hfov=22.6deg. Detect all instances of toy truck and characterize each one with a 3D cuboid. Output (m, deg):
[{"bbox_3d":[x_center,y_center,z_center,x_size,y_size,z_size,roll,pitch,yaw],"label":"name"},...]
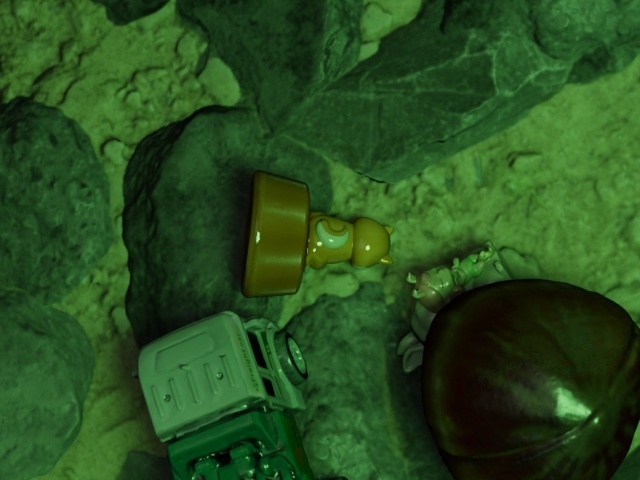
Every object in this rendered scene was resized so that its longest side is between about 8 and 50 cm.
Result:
[{"bbox_3d":[-0.065,0.246,1.570,0.177,0.178,0.363,-23,68,11],"label":"toy truck"}]

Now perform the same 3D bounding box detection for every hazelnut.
[{"bbox_3d":[0.202,0.152,1.483,0.229,0.229,0.229,-3,79,17],"label":"hazelnut"}]

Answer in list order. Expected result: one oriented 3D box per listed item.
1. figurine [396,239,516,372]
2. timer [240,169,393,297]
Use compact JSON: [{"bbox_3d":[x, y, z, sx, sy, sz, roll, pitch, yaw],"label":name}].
[{"bbox_3d":[0.122,0.058,1.596,0.146,0.081,0.098,-30,109,11],"label":"figurine"},{"bbox_3d":[0.000,0.000,1.642,0.152,0.132,0.132,6,81,-6],"label":"timer"}]
